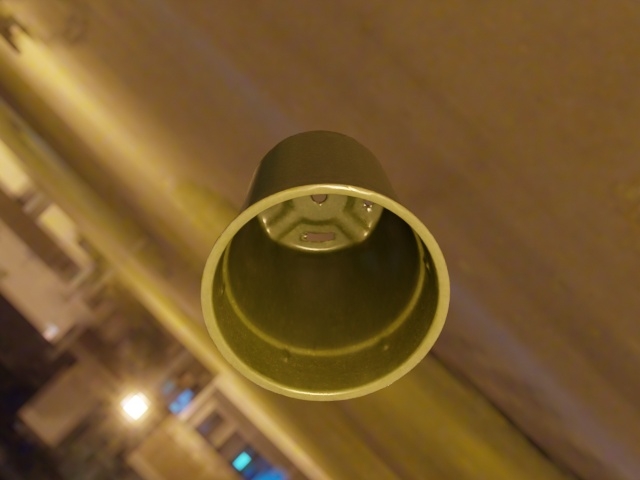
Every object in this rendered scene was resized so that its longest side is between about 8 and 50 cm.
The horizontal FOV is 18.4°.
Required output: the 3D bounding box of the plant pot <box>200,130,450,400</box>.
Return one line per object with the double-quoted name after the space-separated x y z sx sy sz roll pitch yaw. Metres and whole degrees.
0.000 0.000 0.693 0.083 0.083 0.079 48 -163 -24 "plant pot"
